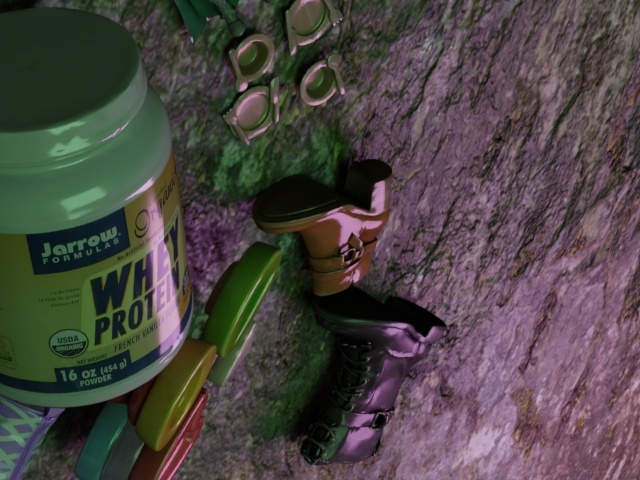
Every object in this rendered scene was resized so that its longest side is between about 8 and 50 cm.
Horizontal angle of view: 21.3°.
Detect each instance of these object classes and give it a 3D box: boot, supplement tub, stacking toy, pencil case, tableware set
[{"bbox_3d":[0.000,0.000,1.937,0.197,0.073,0.152,-16,134,-33],"label":"boot"},{"bbox_3d":[-0.241,-0.029,1.548,0.228,0.228,0.316,-29,136,-26],"label":"supplement tub"},{"bbox_3d":[0.040,0.180,2.099,0.263,0.091,0.229,16,107,-52],"label":"boot"},{"bbox_3d":[-0.171,0.123,1.819,0.279,0.130,0.309,-58,174,-34],"label":"stacking toy"},{"bbox_3d":[-0.344,0.239,1.767,0.086,0.088,0.206,8,113,-49],"label":"pencil case"},{"bbox_3d":[-0.038,-0.183,1.795,0.168,0.020,0.141,-34,138,-22],"label":"tableware set"}]

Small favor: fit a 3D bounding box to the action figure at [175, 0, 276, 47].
[{"bbox_3d":[-0.123,-0.288,1.601,0.137,0.063,0.232,-46,138,-2],"label":"action figure"}]
